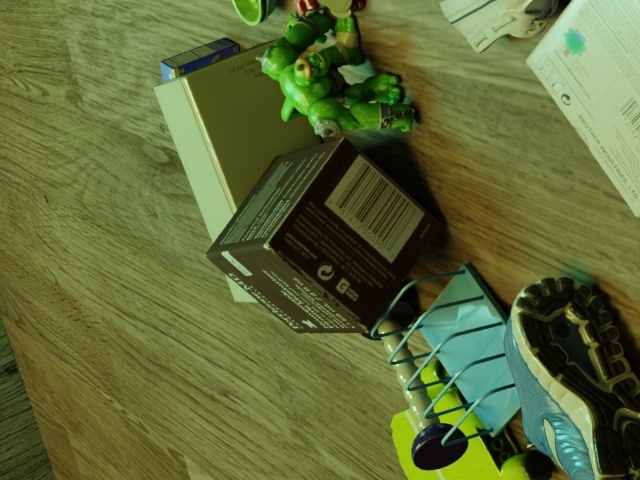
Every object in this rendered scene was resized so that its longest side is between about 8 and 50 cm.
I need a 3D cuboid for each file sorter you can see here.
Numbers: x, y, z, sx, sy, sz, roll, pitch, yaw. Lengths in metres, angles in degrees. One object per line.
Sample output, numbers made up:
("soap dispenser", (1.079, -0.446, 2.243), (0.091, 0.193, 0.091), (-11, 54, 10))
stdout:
("file sorter", (0.154, 0.135, 1.537), (0.170, 0.104, 0.118), (56, 135, 26))

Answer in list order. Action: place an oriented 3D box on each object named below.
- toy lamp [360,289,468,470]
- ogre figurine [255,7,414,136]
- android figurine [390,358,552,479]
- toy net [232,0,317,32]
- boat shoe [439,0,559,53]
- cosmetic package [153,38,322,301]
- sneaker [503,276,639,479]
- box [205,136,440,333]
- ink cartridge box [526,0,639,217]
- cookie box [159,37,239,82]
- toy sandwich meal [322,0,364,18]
("toy lamp", (0.104, 0.151, 1.648), (0.080, 0.080, 0.275), (95, 159, -45))
("ogre figurine", (0.011, -0.185, 1.550), (0.197, 0.118, 0.097), (60, 153, 7))
("android figurine", (0.184, 0.271, 1.698), (0.248, 0.056, 0.273), (60, 149, 5))
("toy net", (-0.048, -0.338, 1.606), (0.122, 0.045, 0.232), (52, 150, 24))
("boat shoe", (0.193, -0.229, 1.254), (0.076, 0.083, 0.226), (56, 166, -9))
("cosmetic package", (-0.081, -0.089, 1.752), (0.113, 0.160, 0.310), (-3, 111, 61))
("sneaker", (0.296, 0.201, 1.398), (0.330, 0.129, 0.147), (64, 165, 15))
("box", (0.000, 0.000, 1.608), (0.168, 0.167, 0.203), (40, 161, -17))
("ink cartridge box", (0.302, -0.169, 1.112), (0.186, 0.065, 0.311), (57, 154, 14))
("cookie box", (-0.160, -0.217, 1.836), (0.040, 0.107, 0.092), (32, 139, 47))
("toy sandwich meal", (0.023, -0.298, 1.535), (0.085, 0.029, 0.086), (40, 141, 44))
